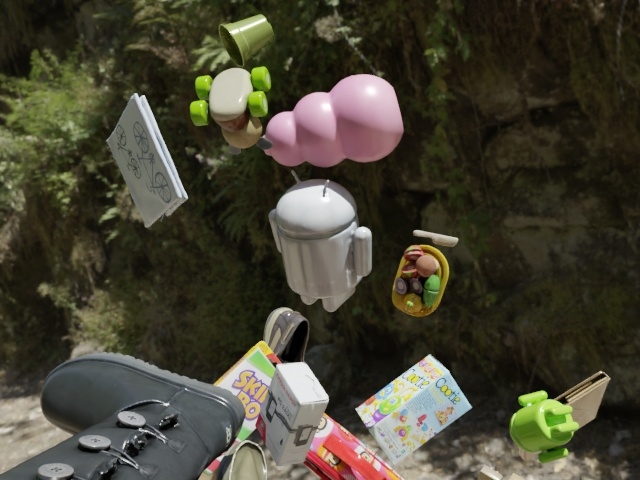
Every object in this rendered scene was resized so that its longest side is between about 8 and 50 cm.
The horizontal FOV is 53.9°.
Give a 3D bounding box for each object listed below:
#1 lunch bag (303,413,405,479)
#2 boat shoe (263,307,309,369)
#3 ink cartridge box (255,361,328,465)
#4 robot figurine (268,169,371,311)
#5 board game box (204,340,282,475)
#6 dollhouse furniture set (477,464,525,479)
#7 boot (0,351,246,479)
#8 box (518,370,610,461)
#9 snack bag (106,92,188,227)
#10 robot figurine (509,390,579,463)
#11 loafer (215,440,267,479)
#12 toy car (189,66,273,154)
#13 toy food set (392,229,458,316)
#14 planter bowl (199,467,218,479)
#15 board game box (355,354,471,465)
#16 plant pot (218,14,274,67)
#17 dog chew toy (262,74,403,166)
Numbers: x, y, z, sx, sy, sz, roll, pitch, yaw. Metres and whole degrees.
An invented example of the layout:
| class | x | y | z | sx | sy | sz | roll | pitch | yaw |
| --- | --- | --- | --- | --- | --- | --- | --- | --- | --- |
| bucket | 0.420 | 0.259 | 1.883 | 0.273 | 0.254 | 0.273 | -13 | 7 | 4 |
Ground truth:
| class | x | y | z | sx | sy | sz | roll | pitch | yaw |
| --- | --- | --- | --- | --- | --- | --- | --- | --- | --- |
| lunch bag | 0.062 | 0.480 | 1.345 | 0.120 | 0.293 | 0.258 | -50 | 0 | -18 |
| boat shoe | -0.115 | 0.381 | 1.872 | 0.132 | 0.356 | 0.130 | 10 | -4 | -42 |
| ink cartridge box | -0.055 | 0.315 | 1.151 | 0.063 | 0.151 | 0.109 | 4 | 27 | -33 |
| robot figurine | 0.000 | 0.000 | 1.547 | 0.299 | 0.354 | 0.200 | 11 | 35 | 32 |
| board game box | -0.170 | 0.332 | 1.271 | 0.259 | 0.124 | 0.039 | -42 | 13 | -27 |
| dollhouse furniture set | 0.484 | 0.626 | 1.575 | 0.151 | 0.144 | 0.123 | 25 | 38 | 32 |
| boot | -0.343 | 0.299 | 0.863 | 0.367 | 0.146 | 0.445 | 4 | 10 | 12 |
| box | 0.423 | 0.315 | 1.108 | 0.164 | 0.021 | 0.201 | -30 | -36 | -5 |
| snack bag | -0.511 | -0.213 | 1.835 | 0.037 | 0.323 | 0.342 | -24 | -2 | -35 |
| robot figurine | 0.332 | 0.280 | 0.948 | 0.067 | 0.101 | 0.115 | -4 | -26 | -26 |
| loafer | -0.115 | 0.419 | 1.012 | 0.087 | 0.094 | 0.251 | -42 | 23 | 20 |
| toy car | -0.172 | -0.262 | 1.368 | 0.155 | 0.149 | 0.188 | -6 | -36 | 11 |
| toy food set | 0.235 | 0.082 | 1.513 | 0.128 | 0.218 | 0.071 | 21 | 12 | 28 |
| planter bowl | -0.391 | 0.752 | 1.921 | 0.162 | 0.109 | 0.162 | 13 | 26 | -6 |
| board game box | 0.264 | 0.482 | 1.810 | 0.275 | 0.144 | 0.142 | -35 | 15 | -5 |
| plant pot | -0.130 | -0.370 | 1.145 | 0.079 | 0.083 | 0.083 | -32 | 9 | -14 |
| dog chew toy | 0.024 | -0.267 | 1.497 | 0.331 | 0.207 | 0.206 | -15 | 5 | 5 |
